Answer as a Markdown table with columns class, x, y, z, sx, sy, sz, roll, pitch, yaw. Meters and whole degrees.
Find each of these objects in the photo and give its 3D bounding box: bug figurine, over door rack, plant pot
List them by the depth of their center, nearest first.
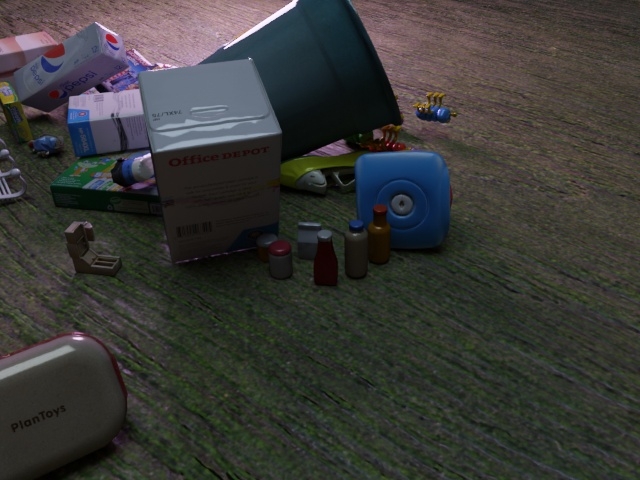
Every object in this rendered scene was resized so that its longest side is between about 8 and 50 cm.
| class | x | y | z | sx | sy | sz | roll | pitch | yaw |
| --- | --- | --- | --- | --- | --- | --- | --- | --- | --- |
| over door rack | -0.792 | -0.131 | 1.339 | 0.324 | 0.108 | 0.239 | -20 | 38 | -25 |
| plant pot | -0.058 | -0.316 | 1.354 | 0.334 | 0.341 | 0.341 | -26 | 36 | 3 |
| bug figurine | 0.167 | -0.259 | 1.515 | 0.216 | 0.072 | 0.279 | 18 | 43 | 37 |

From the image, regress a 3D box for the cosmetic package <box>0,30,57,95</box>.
| class | x | y | z | sx | sy | sz | roll | pitch | yaw |
| --- | --- | --- | --- | --- | --- | --- | --- | --- | --- |
| cosmetic package | -0.881 | -0.477 | 1.833 | 0.296 | 0.129 | 0.153 | -22 | 40 | -27 |

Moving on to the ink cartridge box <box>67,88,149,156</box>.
| class | x | y | z | sx | sy | sz | roll | pitch | yaw |
| --- | --- | --- | --- | --- | --- | --- | --- | --- | --- |
| ink cartridge box | -0.437 | -0.262 | 1.439 | 0.203 | 0.086 | 0.148 | -9 | 35 | -12 |

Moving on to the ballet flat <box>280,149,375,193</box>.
| class | x | y | z | sx | sy | sz | roll | pitch | yaw |
| --- | --- | --- | --- | --- | --- | --- | --- | --- | --- |
| ballet flat | 0.018 | -0.134 | 1.344 | 0.230 | 0.077 | 0.077 | -10 | 59 | -15 |

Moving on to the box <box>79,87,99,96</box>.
| class | x | y | z | sx | sy | sz | roll | pitch | yaw |
| --- | --- | --- | --- | --- | --- | --- | --- | --- | --- |
| box | -0.561 | -0.392 | 1.774 | 0.206 | 0.036 | 0.114 | -12 | 36 | -14 |

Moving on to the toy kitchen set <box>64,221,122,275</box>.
| class | x | y | z | sx | sy | sz | roll | pitch | yaw |
| --- | --- | --- | --- | --- | --- | --- | --- | --- | --- |
| toy kitchen set | -0.384 | 0.004 | 1.139 | 0.075 | 0.083 | 0.068 | 5 | 35 | 10 |

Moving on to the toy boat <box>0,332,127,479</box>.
| class | x | y | z | sx | sy | sz | roll | pitch | yaw |
| --- | --- | --- | --- | --- | --- | --- | --- | --- | --- |
| toy boat | -0.367 | 0.207 | 0.821 | 0.231 | 0.151 | 0.151 | -20 | 8 | -26 |

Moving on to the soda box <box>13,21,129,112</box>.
| class | x | y | z | sx | sy | sz | roll | pitch | yaw |
| --- | --- | --- | --- | --- | --- | --- | --- | --- | --- |
| soda box | -0.621 | -0.424 | 1.640 | 0.286 | 0.091 | 0.098 | -21 | -14 | 23 |

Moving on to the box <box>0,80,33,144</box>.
| class | x | y | z | sx | sy | sz | roll | pitch | yaw |
| --- | --- | --- | --- | --- | --- | --- | --- | --- | --- |
| box | -0.743 | -0.309 | 1.600 | 0.043 | 0.105 | 0.179 | -20 | 39 | -21 |

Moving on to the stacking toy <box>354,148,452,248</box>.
| class | x | y | z | sx | sy | sz | roll | pitch | yaw |
| --- | --- | --- | --- | --- | --- | --- | --- | --- | --- |
| stacking toy | 0.169 | -0.111 | 1.256 | 0.165 | 0.175 | 0.302 | 0 | 20 | 12 |

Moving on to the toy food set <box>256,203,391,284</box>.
| class | x | y | z | sx | sy | sz | roll | pitch | yaw |
| --- | --- | --- | --- | --- | --- | --- | --- | --- | --- |
| toy food set | 0.000 | 0.000 | 1.109 | 0.232 | 0.105 | 0.111 | 4 | 34 | 8 |

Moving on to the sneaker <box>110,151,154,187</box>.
| class | x | y | z | sx | sy | sz | roll | pitch | yaw |
| --- | --- | --- | --- | --- | --- | --- | --- | --- | --- |
| sneaker | -0.347 | -0.143 | 1.284 | 0.084 | 0.058 | 0.152 | -7 | 18 | 19 |

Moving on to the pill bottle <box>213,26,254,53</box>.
| class | x | y | z | sx | sy | sz | roll | pitch | yaw |
| --- | --- | --- | --- | --- | --- | --- | --- | --- | --- |
| pill bottle | -0.190 | -0.518 | 1.854 | 0.136 | 0.136 | 0.246 | 12 | 36 | 19 |

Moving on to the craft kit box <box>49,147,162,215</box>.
| class | x | y | z | sx | sy | sz | roll | pitch | yaw |
| --- | --- | --- | --- | --- | --- | --- | --- | --- | --- |
| craft kit box | -0.389 | -0.144 | 1.389 | 0.249 | 0.061 | 0.247 | 5 | 32 | 10 |

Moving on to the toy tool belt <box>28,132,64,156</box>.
| class | x | y | z | sx | sy | sz | roll | pitch | yaw |
| --- | --- | --- | --- | --- | --- | --- | --- | --- | --- |
| toy tool belt | -0.631 | -0.217 | 1.507 | 0.083 | 0.052 | 0.051 | -4 | 26 | -2 |

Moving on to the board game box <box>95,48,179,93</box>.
| class | x | y | z | sx | sy | sz | roll | pitch | yaw |
| --- | --- | --- | --- | --- | --- | --- | --- | --- | --- |
| board game box | -0.470 | -0.412 | 1.715 | 0.194 | 0.060 | 0.194 | -33 | 60 | -27 |

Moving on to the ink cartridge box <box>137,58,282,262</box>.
| class | x | y | z | sx | sy | sz | roll | pitch | yaw |
| --- | --- | --- | --- | --- | --- | --- | --- | --- | --- |
| ink cartridge box | -0.185 | -0.134 | 1.129 | 0.198 | 0.270 | 0.197 | -11 | 53 | -14 |

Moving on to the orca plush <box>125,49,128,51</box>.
| class | x | y | z | sx | sy | sz | roll | pitch | yaw |
| --- | --- | --- | --- | --- | --- | --- | --- | --- | --- |
| orca plush | -0.592 | -0.524 | 1.874 | 0.151 | 0.102 | 0.287 | -12 | 26 | -15 |
